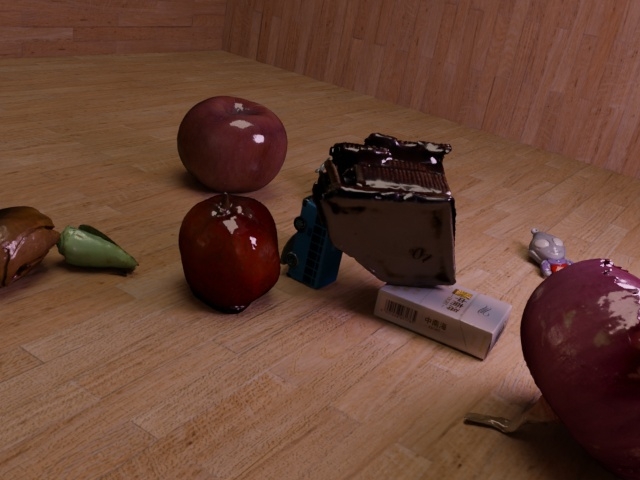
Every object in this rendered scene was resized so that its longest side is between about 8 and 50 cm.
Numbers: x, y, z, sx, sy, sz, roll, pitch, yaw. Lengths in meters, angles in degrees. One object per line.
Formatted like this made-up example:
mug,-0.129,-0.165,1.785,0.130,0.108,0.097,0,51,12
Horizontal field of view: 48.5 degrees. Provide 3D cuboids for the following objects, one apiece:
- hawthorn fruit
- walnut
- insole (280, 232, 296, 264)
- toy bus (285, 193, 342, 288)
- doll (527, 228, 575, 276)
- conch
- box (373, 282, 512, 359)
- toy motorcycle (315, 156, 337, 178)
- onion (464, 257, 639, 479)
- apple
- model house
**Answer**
hawthorn fruit,-0.179,0.006,1.365,0.215,0.250,0.215,-4,44,4
walnut,-0.573,0.010,1.292,0.137,0.137,0.245,13,23,6
insole,-0.048,0.008,1.610,0.003,0.080,0.232,22,18,12
toy bus,0.000,0.000,1.509,0.106,0.185,0.090,28,28,29
doll,0.593,0.036,1.839,0.102,0.075,0.228,-2,36,-5
conch,-0.445,0.018,1.420,0.170,0.079,0.106,21,27,-16
box,0.249,0.141,1.441,0.242,0.067,0.155,19,26,21
toy motorcycle,0.089,-0.158,1.989,0.206,0.154,0.260,-14,29,2
onion,0.457,0.218,1.113,0.358,0.345,0.358,19,33,-13
apple,-0.242,-0.254,1.926,0.305,0.235,0.306,9,26,-5
model house,0.130,-0.090,1.439,0.316,0.297,0.283,2,48,-7
